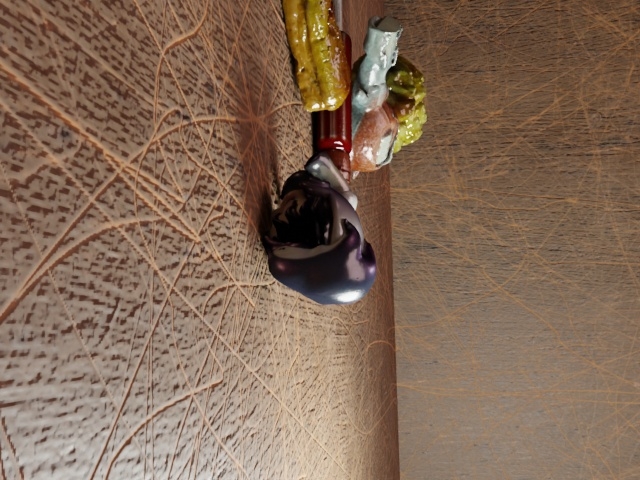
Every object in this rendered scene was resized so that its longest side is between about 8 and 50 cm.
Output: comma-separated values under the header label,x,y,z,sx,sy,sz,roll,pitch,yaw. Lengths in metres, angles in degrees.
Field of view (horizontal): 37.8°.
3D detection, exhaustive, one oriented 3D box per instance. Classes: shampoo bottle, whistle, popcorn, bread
label,x,y,z,sx,sy,sz,roll,pitch,yaw
shampoo bottle,0.022,-0.222,1.603,0.102,0.064,0.260,80,10,-75
whistle,0.090,-0.246,1.708,0.134,0.142,0.346,44,-38,29
popcorn,0.122,-0.285,1.925,0.169,0.189,0.218,87,-2,-64
bread,-0.008,-0.332,1.390,0.139,0.077,0.271,-84,166,-58

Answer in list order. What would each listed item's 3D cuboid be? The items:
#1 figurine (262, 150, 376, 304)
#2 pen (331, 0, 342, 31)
label,x,y,z,sx,sy,sz,roll,pitch,yaw
figurine,0.000,0.000,1.168,0.222,0.145,0.145,-82,167,-57
pen,0.031,-0.424,1.861,0.025,0.025,0.204,41,48,-79
